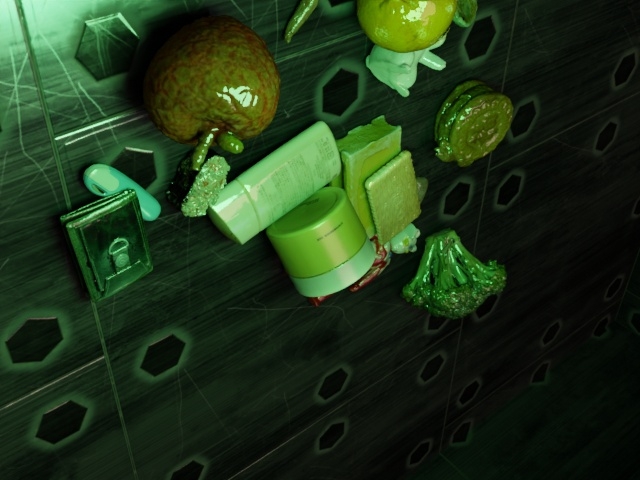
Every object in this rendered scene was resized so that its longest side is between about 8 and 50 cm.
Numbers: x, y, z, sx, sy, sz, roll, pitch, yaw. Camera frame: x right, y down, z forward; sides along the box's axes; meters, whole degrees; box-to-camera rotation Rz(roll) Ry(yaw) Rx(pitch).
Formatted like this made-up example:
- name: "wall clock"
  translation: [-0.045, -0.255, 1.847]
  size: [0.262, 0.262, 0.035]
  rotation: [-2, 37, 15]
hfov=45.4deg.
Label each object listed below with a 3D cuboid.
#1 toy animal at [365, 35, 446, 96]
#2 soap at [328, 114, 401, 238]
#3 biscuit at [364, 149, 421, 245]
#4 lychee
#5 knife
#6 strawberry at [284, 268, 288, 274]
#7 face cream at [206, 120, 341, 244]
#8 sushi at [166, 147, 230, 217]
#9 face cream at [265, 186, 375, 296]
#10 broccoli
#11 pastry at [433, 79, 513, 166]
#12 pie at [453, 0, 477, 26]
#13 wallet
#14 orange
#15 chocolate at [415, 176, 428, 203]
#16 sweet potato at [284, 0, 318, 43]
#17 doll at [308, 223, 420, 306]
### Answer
- name: "toy animal"
  translation: [0.241, -0.483, 1.809]
  size: [0.282, 0.138, 0.140]
  rotation: [-45, 154, -6]
- name: "soap"
  translation: [0.119, -0.148, 2.001]
  size: [0.199, 0.091, 0.315]
  rotation: [-28, 137, -26]
- name: "biscuit"
  translation: [0.192, -0.110, 2.010]
  size: [0.160, 0.030, 0.249]
  rotation: [-40, 141, -17]
- name: "lychee"
  translation: [-0.203, -0.277, 1.424]
  size: [0.255, 0.300, 0.255]
  rotation: [-2, 150, -1]
- name: "knife"
  translation: [-0.398, -0.096, 1.548]
  size: [0.064, 0.031, 0.222]
  rotation: [-54, 147, -3]
- name: "strawberry"
  translation: [-0.058, 0.061, 2.007]
  size: [0.073, 0.073, 0.083]
  rotation: [14, 123, -51]
- name: "face cream"
  translation: [-0.106, -0.125, 1.787]
  size: [0.348, 0.081, 0.173]
  rotation: [-37, 140, -19]
- name: "sushi"
  translation: [-0.258, -0.124, 1.632]
  size: [0.090, 0.078, 0.150]
  rotation: [22, 102, -52]
- name: "face cream"
  translation: [0.000, 0.000, 1.849]
  size: [0.218, 0.218, 0.179]
  rotation: [-37, 116, -19]
- name: "broccoli"
  translation: [0.414, 0.109, 2.405]
  size: [0.321, 0.304, 0.283]
  rotation: [-23, 104, -36]
- name: "pastry"
  translation: [0.422, -0.331, 2.153]
  size: [0.240, 0.132, 0.235]
  rotation: [11, 120, -43]
- name: "pie"
  translation: [0.324, -0.600, 1.826]
  size: [0.187, 0.041, 0.187]
  rotation: [16, 70, -53]
- name: "wallet"
  translation: [-0.429, 0.013, 1.567]
  size: [0.160, 0.055, 0.236]
  rotation: [-30, 144, -26]
- name: "orange"
  translation: [0.187, -0.518, 1.660]
  size: [0.219, 0.219, 0.193]
  rotation: [-47, 171, -7]
- name: "chocolate"
  translation: [0.284, -0.136, 2.232]
  size: [0.064, 0.031, 0.100]
  rotation: [-6, 125, -38]
- name: "sweet potato"
  translation: [-0.025, -0.511, 1.590]
  size: [0.050, 0.050, 0.214]
  rotation: [-3, 127, -45]
- name: "doll"
  translation: [0.128, 0.050, 2.176]
  size: [0.384, 0.099, 0.188]
  rotation: [-28, 137, -23]
